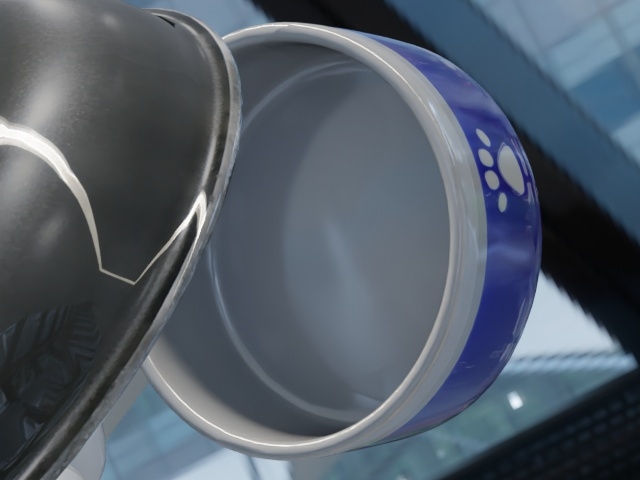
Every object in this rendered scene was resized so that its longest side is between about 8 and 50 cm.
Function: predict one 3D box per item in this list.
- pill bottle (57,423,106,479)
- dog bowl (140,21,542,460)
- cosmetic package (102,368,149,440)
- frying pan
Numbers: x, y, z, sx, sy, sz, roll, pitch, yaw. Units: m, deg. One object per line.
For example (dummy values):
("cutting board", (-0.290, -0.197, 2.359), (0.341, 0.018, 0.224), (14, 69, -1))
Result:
("pill bottle", (-0.139, 0.070, 0.824), (0.087, 0.160, 0.087), (-9, -48, -10))
("dog bowl", (0.000, 0.000, 1.203), (0.265, 0.265, 0.104), (-32, -17, 30))
("cosmetic package", (-0.242, 0.123, 1.328), (0.365, 0.155, 0.197), (-56, -10, -29))
("frying pan", (-0.150, 0.035, 0.453), (0.326, 0.053, 0.197), (-21, 37, 35))
